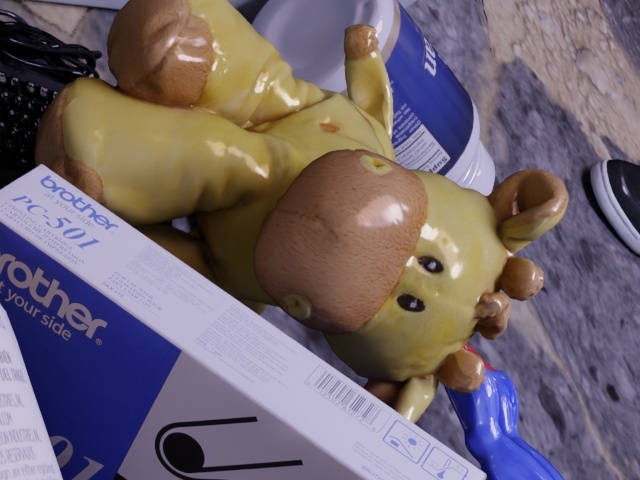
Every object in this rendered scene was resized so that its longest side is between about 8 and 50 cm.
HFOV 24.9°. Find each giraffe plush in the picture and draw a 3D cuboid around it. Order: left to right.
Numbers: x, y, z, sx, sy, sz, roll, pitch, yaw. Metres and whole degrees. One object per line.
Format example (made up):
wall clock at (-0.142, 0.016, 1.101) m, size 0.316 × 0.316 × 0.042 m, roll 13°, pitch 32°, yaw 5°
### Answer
giraffe plush at (0.000, 0.000, 0.618) m, size 0.210 × 0.181 × 0.170 m, roll -2°, pitch 26°, yaw -39°

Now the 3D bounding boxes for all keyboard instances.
keyboard at (-0.136, -0.066, 0.667) m, size 0.192 × 0.038 × 0.100 m, roll 17°, pitch 52°, yaw -49°

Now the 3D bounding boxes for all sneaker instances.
sneaker at (0.327, -0.025, 1.198) m, size 0.217 × 0.121 × 0.079 m, roll 34°, pitch 40°, yaw -36°

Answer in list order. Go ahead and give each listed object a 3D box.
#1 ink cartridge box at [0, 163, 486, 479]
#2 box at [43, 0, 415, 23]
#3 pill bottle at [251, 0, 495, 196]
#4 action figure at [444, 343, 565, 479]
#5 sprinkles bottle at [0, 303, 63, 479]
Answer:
ink cartridge box at (-0.051, 0.071, 0.549) m, size 0.207 × 0.097 × 0.046 m, roll 35°, pitch 33°, yaw 7°
box at (-0.048, -0.255, 0.811) m, size 0.345 × 0.168 × 0.215 m, roll -6°, pitch 71°, yaw -56°
pill bottle at (0.036, -0.075, 0.849) m, size 0.169 × 0.094 × 0.094 m, roll 45°, pitch 34°, yaw -45°
action figure at (0.095, 0.168, 0.758) m, size 0.280 × 0.139 × 0.091 m, roll 48°, pitch 9°, yaw 23°
sprinkles bottle at (-0.143, 0.082, 0.465) m, size 0.121 × 0.121 × 0.355 m, roll -3°, pitch 69°, yaw -55°
